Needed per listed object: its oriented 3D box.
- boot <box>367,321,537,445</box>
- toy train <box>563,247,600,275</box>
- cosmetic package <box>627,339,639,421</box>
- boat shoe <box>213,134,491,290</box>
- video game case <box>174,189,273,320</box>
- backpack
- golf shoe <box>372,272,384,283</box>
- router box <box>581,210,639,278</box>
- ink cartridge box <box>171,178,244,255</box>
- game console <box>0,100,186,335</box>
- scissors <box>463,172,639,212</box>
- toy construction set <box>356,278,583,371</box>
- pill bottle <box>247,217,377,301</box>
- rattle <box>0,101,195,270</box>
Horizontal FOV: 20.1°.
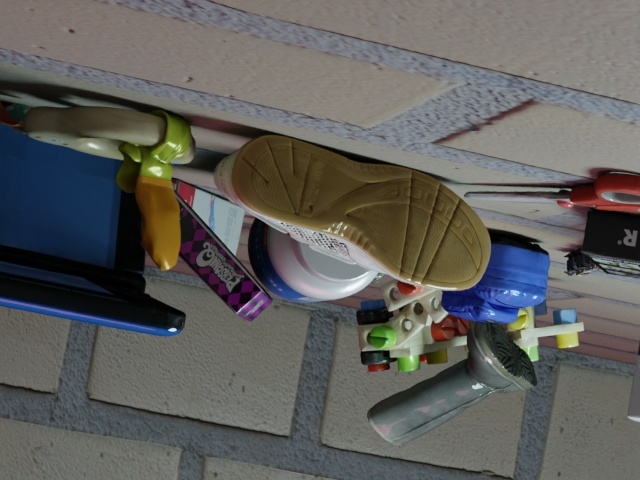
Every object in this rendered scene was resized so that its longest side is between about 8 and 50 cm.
[{"bbox_3d":[0.152,0.182,2.286,0.208,0.076,0.189,-19,146,18],"label":"boot"},{"bbox_3d":[0.301,0.022,2.013,0.036,0.027,0.158,0,175,-4],"label":"toy train"},{"bbox_3d":[0.418,0.110,1.847,0.151,0.184,0.151,7,174,28],"label":"cosmetic package"},{"bbox_3d":[0.029,-0.029,1.677,0.277,0.098,0.096,23,170,-24],"label":"boat shoe"},{"bbox_3d":[-0.136,-0.006,1.875,0.210,0.042,0.232,48,178,5],"label":"video game case"},{"bbox_3d":[0.200,0.043,2.048,0.098,0.101,0.120,7,175,-42],"label":"backpack"},{"bbox_3d":[0.001,0.004,2.314,0.176,0.069,0.086,4,156,10],"label":"golf shoe"},{"bbox_3d":[0.349,0.014,1.722,0.178,0.046,0.133,8,174,20],"label":"router box"},{"bbox_3d":[-0.188,-0.029,2.185,0.127,0.072,0.175,7,173,26],"label":"ink cartridge box"},{"bbox_3d":[-0.270,-0.036,1.606,0.293,0.173,0.250,12,-179,-23],"label":"game console"},{"bbox_3d":[0.235,-0.033,1.584,0.109,0.021,0.297,11,173,-22],"label":"scissors"},{"bbox_3d":[0.173,0.100,2.340,0.215,0.151,0.327,-7,165,37],"label":"toy construction set"},{"bbox_3d":[0.000,0.000,1.852,0.124,0.124,0.221,12,174,-10],"label":"pill bottle"},{"bbox_3d":[-0.217,-0.058,1.625,0.199,0.143,0.130,5,-172,3],"label":"rattle"}]
